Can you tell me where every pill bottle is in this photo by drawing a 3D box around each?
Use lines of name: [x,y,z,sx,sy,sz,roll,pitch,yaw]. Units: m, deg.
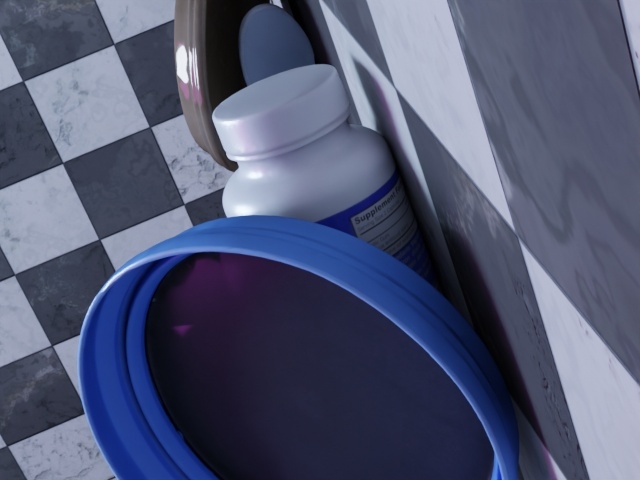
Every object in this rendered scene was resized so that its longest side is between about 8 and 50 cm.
pill bottle: [0.006,-0.005,1.182,0.152,0.152,0.272,-121,8,-69]

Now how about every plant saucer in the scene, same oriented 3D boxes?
plant saucer: [-0.101,-0.210,1.450,0.278,0.041,0.278,1,-90,-77]

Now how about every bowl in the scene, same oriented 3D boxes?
bowl: [-0.018,0.150,1.143,0.077,0.391,0.391,-52,-51,-47]

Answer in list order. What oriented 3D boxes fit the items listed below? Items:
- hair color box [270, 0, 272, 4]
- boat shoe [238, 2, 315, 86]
hair color box: [-0.110,-0.292,1.661,0.167,0.093,0.053,80,168,-74]
boat shoe: [-0.031,-0.162,1.486,0.228,0.080,0.076,60,180,-33]
